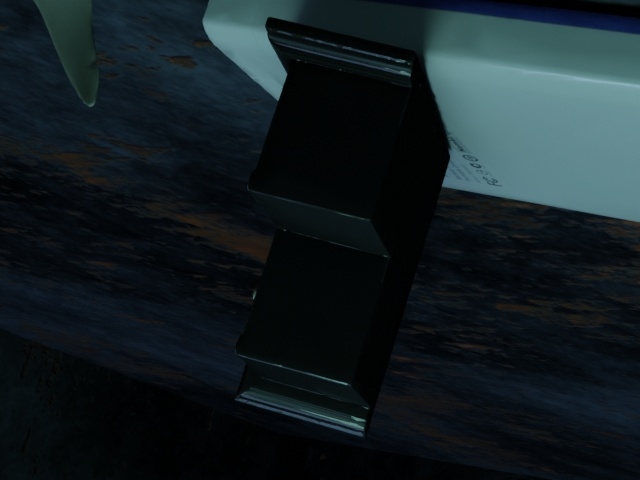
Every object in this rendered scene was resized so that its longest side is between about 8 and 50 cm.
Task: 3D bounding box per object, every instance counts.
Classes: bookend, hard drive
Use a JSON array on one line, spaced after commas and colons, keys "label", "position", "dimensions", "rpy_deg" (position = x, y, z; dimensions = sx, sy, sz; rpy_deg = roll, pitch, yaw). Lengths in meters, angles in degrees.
[{"label": "bookend", "position": [0.000, 0.000, 0.811], "dimensions": [0.072, 0.157, 0.156], "rpy_deg": [15, 169, 13]}, {"label": "hard drive", "position": [0.126, -0.059, 0.844], "dimensions": [0.318, 0.040, 0.210], "rpy_deg": [11, 167, 28]}]

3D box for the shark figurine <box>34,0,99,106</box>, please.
[{"label": "shark figurine", "position": [-0.244, -0.141, 0.837], "dimensions": [0.278, 0.116, 0.166], "rpy_deg": [23, 168, -19]}]
